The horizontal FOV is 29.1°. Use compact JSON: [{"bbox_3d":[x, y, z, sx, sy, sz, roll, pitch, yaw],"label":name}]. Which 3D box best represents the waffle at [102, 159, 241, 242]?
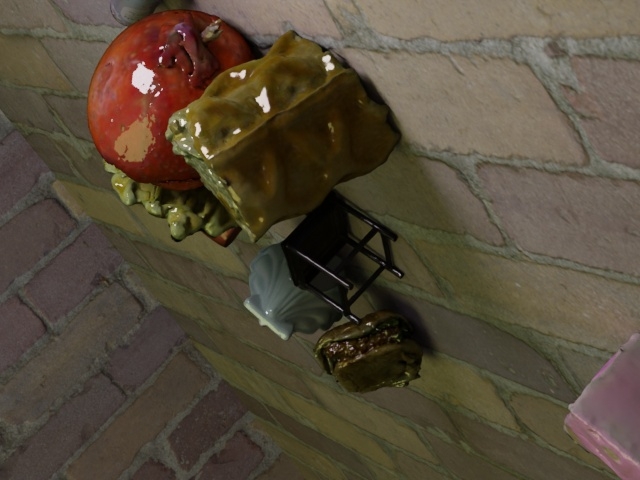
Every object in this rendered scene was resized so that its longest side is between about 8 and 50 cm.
[{"bbox_3d":[-0.193,-0.125,2.014,0.297,0.317,0.073,52,143,30],"label":"waffle"}]

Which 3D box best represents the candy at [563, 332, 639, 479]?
[{"bbox_3d":[0.457,0.260,1.590,0.265,0.155,0.116,40,167,18],"label":"candy"}]

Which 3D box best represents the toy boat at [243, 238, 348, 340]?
[{"bbox_3d":[-0.033,0.073,2.251,0.199,0.290,0.100,37,122,2],"label":"toy boat"}]

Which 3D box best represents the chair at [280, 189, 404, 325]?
[{"bbox_3d":[0.000,0.000,2.098,0.260,0.141,0.154,34,159,26],"label":"chair"}]

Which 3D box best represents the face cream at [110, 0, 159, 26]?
[{"bbox_3d":[-0.290,-0.396,1.965,0.075,0.075,0.229,48,164,-7],"label":"face cream"}]

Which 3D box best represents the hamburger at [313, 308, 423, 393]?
[{"bbox_3d":[0.089,0.197,2.287,0.206,0.183,0.130,57,-165,-56],"label":"hamburger"}]

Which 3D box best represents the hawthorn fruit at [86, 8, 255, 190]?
[{"bbox_3d":[-0.206,-0.237,1.863,0.276,0.276,0.307,43,137,7],"label":"hawthorn fruit"}]

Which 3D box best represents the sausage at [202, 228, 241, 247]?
[{"bbox_3d":[-0.261,-0.103,2.513,0.259,0.113,0.113,43,163,3],"label":"sausage"}]

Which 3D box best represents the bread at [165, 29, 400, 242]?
[{"bbox_3d":[-0.060,-0.148,1.723,0.238,0.252,0.196,42,167,26],"label":"bread"}]
